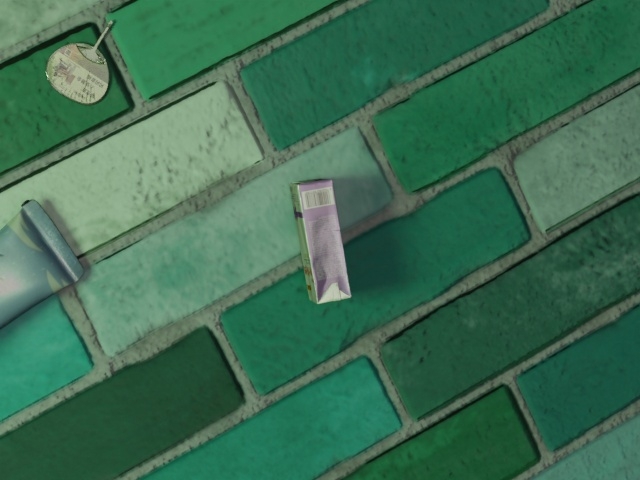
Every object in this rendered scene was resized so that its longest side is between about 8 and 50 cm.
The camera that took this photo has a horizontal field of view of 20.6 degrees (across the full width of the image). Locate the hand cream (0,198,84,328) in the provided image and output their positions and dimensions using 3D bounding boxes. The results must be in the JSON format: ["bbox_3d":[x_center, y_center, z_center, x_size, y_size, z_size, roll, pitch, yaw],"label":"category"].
[{"bbox_3d":[-0.332,0.069,1.569,0.256,0.055,0.088,-39,103,-19],"label":"hand cream"}]

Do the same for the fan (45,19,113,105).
[{"bbox_3d":[-0.222,-0.165,1.612,0.060,0.003,0.080,3,92,-19],"label":"fan"}]

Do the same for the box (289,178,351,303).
[{"bbox_3d":[0.000,0.000,1.666,0.036,0.050,0.117,-11,97,-10],"label":"box"}]
